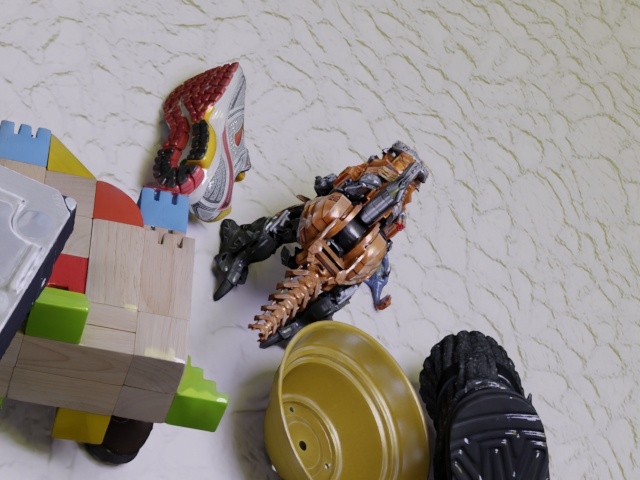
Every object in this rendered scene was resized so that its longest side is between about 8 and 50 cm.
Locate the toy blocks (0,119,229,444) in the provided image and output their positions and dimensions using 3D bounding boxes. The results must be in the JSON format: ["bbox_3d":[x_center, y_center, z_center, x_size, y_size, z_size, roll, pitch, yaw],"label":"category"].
[{"bbox_3d":[-0.264,0.012,1.751,0.381,0.191,0.261,11,48,-12],"label":"toy blocks"}]

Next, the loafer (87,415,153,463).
[{"bbox_3d":[-0.187,0.104,1.858,0.080,0.078,0.220,13,54,-39],"label":"loafer"}]

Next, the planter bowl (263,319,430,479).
[{"bbox_3d":[0.008,0.198,1.973,0.217,0.090,0.217,26,50,-36],"label":"planter bowl"}]

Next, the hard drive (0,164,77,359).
[{"bbox_3d":[-0.367,0.054,1.522,0.237,0.064,0.339,24,52,3],"label":"hard drive"}]

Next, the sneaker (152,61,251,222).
[{"bbox_3d":[-0.122,-0.108,2.099,0.093,0.088,0.225,54,33,-34],"label":"sneaker"}]

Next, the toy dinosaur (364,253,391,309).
[{"bbox_3d":[0.072,0.039,2.208,0.090,0.047,0.082,-3,82,-58],"label":"toy dinosaur"}]

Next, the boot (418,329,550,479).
[{"bbox_3d":[0.176,0.286,2.050,0.131,0.348,0.260,2,10,-5],"label":"boot"}]

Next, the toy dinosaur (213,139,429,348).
[{"bbox_3d":[0.000,0.000,2.017,0.322,0.218,0.164,-18,77,-50],"label":"toy dinosaur"}]
